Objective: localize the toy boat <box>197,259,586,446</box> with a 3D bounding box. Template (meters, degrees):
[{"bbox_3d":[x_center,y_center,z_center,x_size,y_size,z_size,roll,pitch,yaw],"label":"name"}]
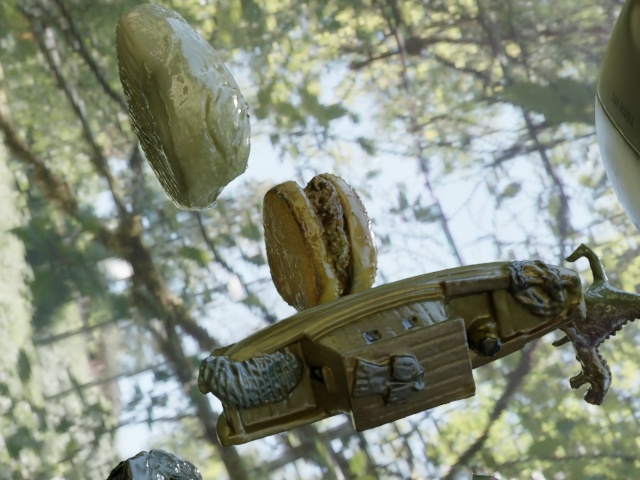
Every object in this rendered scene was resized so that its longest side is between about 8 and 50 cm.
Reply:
[{"bbox_3d":[0.061,0.085,0.947,0.121,0.321,0.089,-135,-149,-69],"label":"toy boat"}]

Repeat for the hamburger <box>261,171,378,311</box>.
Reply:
[{"bbox_3d":[0.002,-0.003,1.544,0.182,0.118,0.191,49,-28,44],"label":"hamburger"}]

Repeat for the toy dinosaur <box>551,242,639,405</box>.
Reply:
[{"bbox_3d":[0.394,0.095,1.583,0.200,0.072,0.251,48,-67,7],"label":"toy dinosaur"}]

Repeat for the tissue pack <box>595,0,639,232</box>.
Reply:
[{"bbox_3d":[0.453,-0.115,1.305,0.387,0.267,0.277,-96,-172,-63],"label":"tissue pack"}]

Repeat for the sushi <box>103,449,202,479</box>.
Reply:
[{"bbox_3d":[-0.133,0.210,0.890,0.084,0.098,0.094,-44,-136,26],"label":"sushi"}]

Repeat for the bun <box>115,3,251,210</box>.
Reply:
[{"bbox_3d":[-0.142,-0.143,1.303,0.210,0.116,0.237,50,-21,52],"label":"bun"}]

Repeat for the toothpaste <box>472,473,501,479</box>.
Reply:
[{"bbox_3d":[0.227,0.310,1.333,0.164,0.046,0.034,34,-26,-28],"label":"toothpaste"}]
